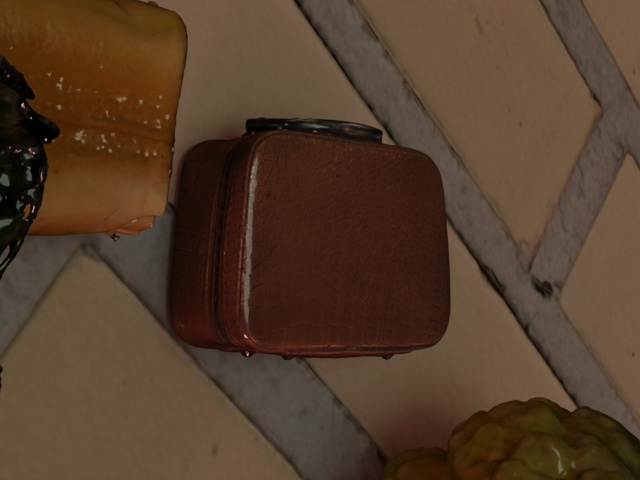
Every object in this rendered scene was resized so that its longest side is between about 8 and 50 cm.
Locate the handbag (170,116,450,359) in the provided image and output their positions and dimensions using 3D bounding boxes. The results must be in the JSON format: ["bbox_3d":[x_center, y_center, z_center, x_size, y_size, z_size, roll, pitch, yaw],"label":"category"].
[{"bbox_3d":[0.000,0.000,0.820,0.193,0.072,0.151,7,83,-44],"label":"handbag"}]

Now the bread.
[{"bbox_3d":[-0.151,-0.068,0.656,0.173,0.085,0.134,9,90,-45],"label":"bread"}]

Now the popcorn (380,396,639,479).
[{"bbox_3d":[0.141,0.227,0.850,0.225,0.249,0.249,-37,120,0],"label":"popcorn"}]

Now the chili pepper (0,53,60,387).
[{"bbox_3d":[-0.191,0.011,0.539,0.148,0.264,0.116,8,39,-18],"label":"chili pepper"}]
